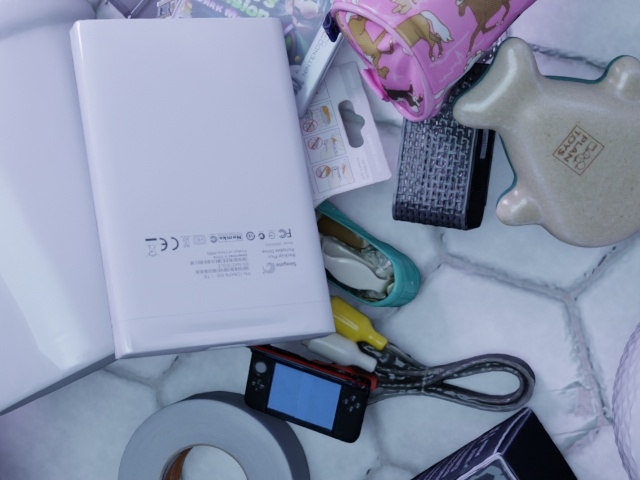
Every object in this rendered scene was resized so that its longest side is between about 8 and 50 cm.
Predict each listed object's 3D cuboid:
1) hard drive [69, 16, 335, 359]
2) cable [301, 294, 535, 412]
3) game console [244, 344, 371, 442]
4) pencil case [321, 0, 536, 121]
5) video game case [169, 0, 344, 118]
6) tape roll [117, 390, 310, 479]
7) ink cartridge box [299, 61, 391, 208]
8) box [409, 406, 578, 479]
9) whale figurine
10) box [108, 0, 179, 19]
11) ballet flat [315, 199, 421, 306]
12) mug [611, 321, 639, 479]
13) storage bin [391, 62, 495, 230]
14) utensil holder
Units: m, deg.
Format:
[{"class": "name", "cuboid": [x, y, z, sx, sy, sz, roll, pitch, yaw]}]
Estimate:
[{"class": "hard drive", "cuboid": [-0.125, -0.061, 1.547, 0.233, 0.047, 0.353, -4, 77, -24]}, {"class": "cable", "cuboid": [0.092, 0.158, 1.668, 0.287, 0.072, 0.139, 19, 102, 14]}, {"class": "game console", "cuboid": [-0.025, 0.168, 1.633, 0.144, 0.085, 0.124, 18, 116, 15]}, {"class": "pencil case", "cuboid": [0.184, -0.300, 1.508, 0.386, 0.160, 0.167, -45, 42, -12]}, {"class": "video game case", "cuboid": [-0.063, -0.257, 1.657, 0.190, 0.022, 0.173, 30, 101, 11]}, {"class": "tape roll", "cuboid": [-0.125, 0.290, 1.736, 0.219, 0.072, 0.219, 1, 92, 16]}, {"class": "ink cartridge box", "cuboid": [-0.045, -0.096, 1.672, 0.224, 0.056, 0.181, -15, 57, -1]}, {"class": "box", "cuboid": [0.141, 0.513, 1.557, 0.471, 0.297, 0.480, -34, 84, 13]}, {"class": "whale figurine", "cuboid": [0.248, -0.113, 1.535, 0.272, 0.141, 0.216, 31, 104, -29]}, {"class": "box", "cuboid": [-0.113, -0.307, 1.708, 0.183, 0.056, 0.231, 44, 103, 9]}, {"class": "ballet flat", "cuboid": [0.000, 0.000, 1.677, 0.247, 0.087, 0.083, 29, 100, 13]}, {"class": "mug", "cuboid": [0.433, 0.125, 1.438, 0.276, 0.328, 0.374, 15, 97, 14]}, {"class": "storage bin", "cuboid": [0.140, -0.106, 1.614, 0.084, 0.122, 0.180, 9, 95, 15]}, {"class": "utensil holder", "cuboid": [-0.325, -0.035, 1.652, 0.327, 0.327, 0.385, -27, 88, 15]}]
